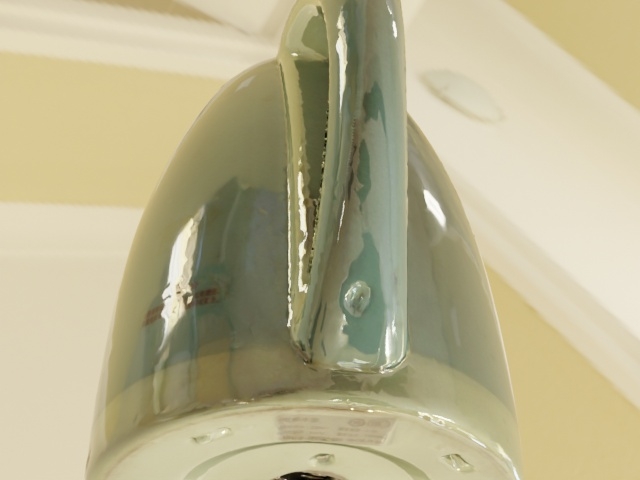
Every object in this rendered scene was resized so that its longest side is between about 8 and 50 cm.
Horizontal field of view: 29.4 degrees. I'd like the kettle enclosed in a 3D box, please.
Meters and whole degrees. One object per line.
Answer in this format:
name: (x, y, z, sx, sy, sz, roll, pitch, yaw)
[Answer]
kettle: (0.000, 0.000, 0.757, 0.247, 0.319, 0.342, 9, -129, -11)
